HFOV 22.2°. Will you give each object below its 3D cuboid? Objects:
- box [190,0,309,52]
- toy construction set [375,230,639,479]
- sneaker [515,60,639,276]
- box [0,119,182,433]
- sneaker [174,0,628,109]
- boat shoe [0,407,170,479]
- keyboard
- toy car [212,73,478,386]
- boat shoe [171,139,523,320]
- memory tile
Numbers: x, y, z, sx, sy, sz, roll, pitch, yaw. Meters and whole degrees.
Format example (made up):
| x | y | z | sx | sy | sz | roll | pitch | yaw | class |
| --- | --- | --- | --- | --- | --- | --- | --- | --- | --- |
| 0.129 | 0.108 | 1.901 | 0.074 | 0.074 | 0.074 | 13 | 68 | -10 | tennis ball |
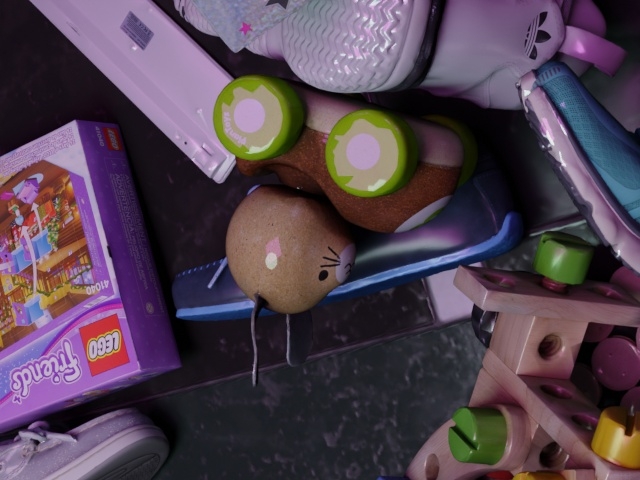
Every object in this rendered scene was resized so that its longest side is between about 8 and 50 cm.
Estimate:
| x | y | z | sx | sy | sz | roll | pitch | yaw | class |
| --- | --- | --- | --- | --- | --- | --- | --- | --- | --- |
| -0.001 | -0.248 | 0.873 | 0.247 | 0.142 | 0.163 | -35 | 42 | 8 | box |
| 0.182 | 0.134 | 0.999 | 0.309 | 0.257 | 0.237 | 17 | 100 | -1 | toy construction set |
| 0.227 | -0.027 | 0.972 | 0.275 | 0.107 | 0.110 | 35 | 110 | -20 | sneaker |
| -0.260 | 0.049 | 1.309 | 0.293 | 0.057 | 0.201 | -21 | 78 | 30 | box |
| 0.039 | -0.176 | 1.079 | 0.366 | 0.210 | 0.137 | 42 | 121 | 56 | sneaker |
| -0.270 | 0.205 | 1.299 | 0.320 | 0.118 | 0.103 | -29 | 70 | 16 | boat shoe |
| -0.145 | -0.153 | 1.253 | 0.256 | 0.014 | 0.072 | 44 | 111 | 16 | keyboard |
| 0.000 | 0.000 | 1.026 | 0.149 | 0.155 | 0.188 | 19 | 100 | 19 | toy car |
| 0.014 | -0.004 | 1.149 | 0.258 | 0.109 | 0.089 | -15 | 83 | 14 | boat shoe |
| 0.188 | 0.091 | 1.103 | 0.148 | 0.012 | 0.113 | -35 | 80 | 30 | memory tile |
